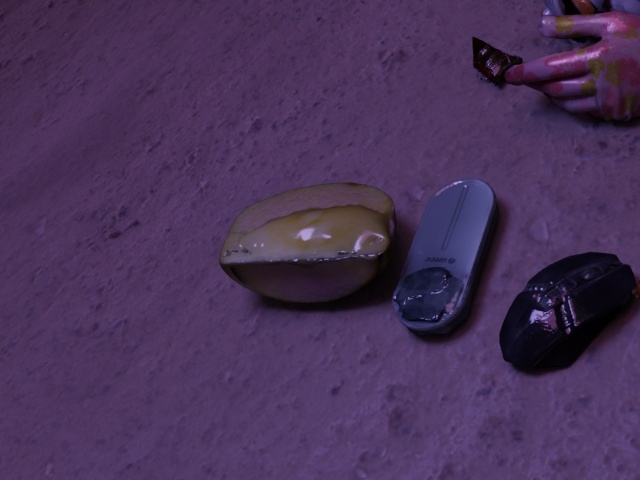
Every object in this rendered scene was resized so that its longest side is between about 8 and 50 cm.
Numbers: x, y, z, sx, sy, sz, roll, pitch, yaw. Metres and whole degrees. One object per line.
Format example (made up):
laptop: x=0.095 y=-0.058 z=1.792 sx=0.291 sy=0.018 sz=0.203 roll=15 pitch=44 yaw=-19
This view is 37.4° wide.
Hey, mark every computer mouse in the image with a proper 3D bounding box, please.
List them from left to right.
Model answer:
computer mouse: x=0.292 y=0.078 z=1.143 sx=0.192 sy=0.062 sz=0.106 roll=-39 pitch=44 yaw=-4

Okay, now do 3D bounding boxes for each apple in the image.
apple: x=0.000 y=0.000 z=1.348 sx=0.264 sy=0.120 sz=0.193 roll=-4 pitch=38 yaw=24

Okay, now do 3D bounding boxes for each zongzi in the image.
zongzi: x=0.264 y=-0.281 z=1.493 sx=0.083 sy=0.073 sz=0.067 roll=44 pitch=78 yaw=6

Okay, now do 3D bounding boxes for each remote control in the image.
remote control: x=0.172 y=0.021 z=1.271 sx=0.104 sy=0.052 sz=0.247 roll=3 pitch=54 yaw=34

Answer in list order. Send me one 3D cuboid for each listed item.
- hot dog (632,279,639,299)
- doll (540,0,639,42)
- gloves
hot dog: x=0.469 y=0.014 z=1.060 sx=0.249 sy=0.076 sz=0.102 roll=-30 pitch=50 yaw=22
doll: x=0.437 y=-0.363 z=1.371 sx=0.257 sy=0.215 sz=0.161 roll=32 pitch=96 yaw=56
gloves: x=0.380 y=-0.235 z=1.308 sx=0.241 sy=0.145 sz=0.126 roll=-11 pitch=46 yaw=11
